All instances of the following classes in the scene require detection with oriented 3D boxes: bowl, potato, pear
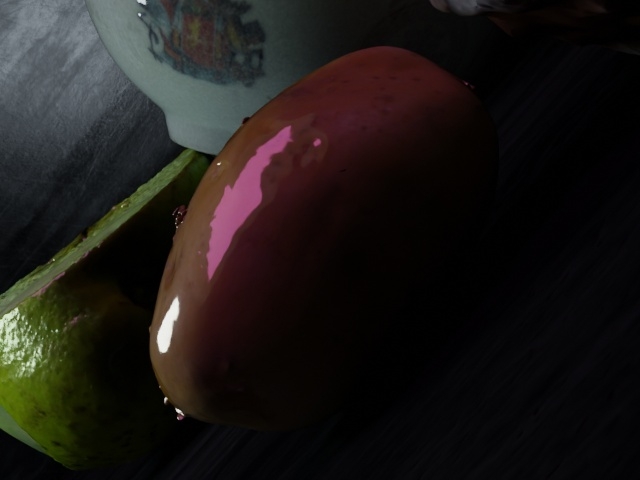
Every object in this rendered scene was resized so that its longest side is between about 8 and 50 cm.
[{"bbox_3d":[-0.028,-0.168,1.311,0.435,0.435,0.196,-70,-10,-81],"label":"bowl"},{"bbox_3d":[0.000,0.000,0.607,0.178,0.109,0.118,-55,27,-16],"label":"potato"},{"bbox_3d":[-0.147,0.071,1.238,0.286,0.176,0.282,-39,8,-6],"label":"pear"}]

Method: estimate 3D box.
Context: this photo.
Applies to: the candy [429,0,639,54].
[{"bbox_3d":[0.118,-0.195,0.546,0.289,0.157,0.214,117,157,-52],"label":"candy"}]
